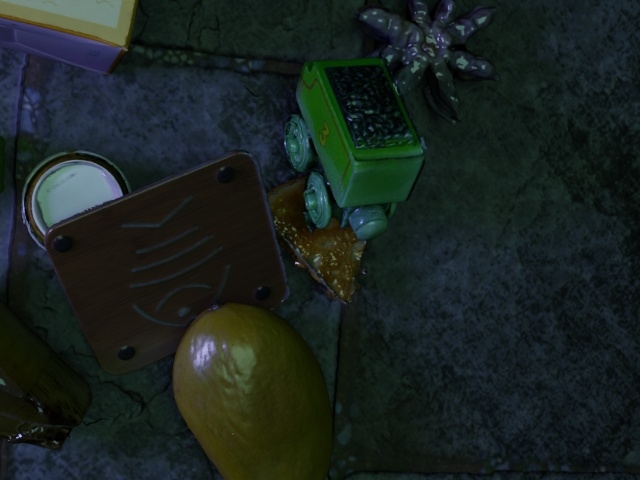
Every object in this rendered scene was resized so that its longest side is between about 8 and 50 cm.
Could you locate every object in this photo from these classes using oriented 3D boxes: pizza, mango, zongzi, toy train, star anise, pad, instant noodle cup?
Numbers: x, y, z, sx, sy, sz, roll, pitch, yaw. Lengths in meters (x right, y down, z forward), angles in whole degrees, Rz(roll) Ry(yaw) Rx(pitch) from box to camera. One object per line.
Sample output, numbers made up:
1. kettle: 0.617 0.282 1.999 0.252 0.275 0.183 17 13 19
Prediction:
1. pizza: 0.000 0.000 1.469 0.201 0.053 0.193 -3 81 -22
2. mango: -0.079 0.230 1.424 0.195 0.142 0.331 -32 111 -9
3. zongzi: -0.482 0.210 1.330 0.300 0.145 0.274 -40 108 7
4. toy train: 0.039 -0.129 1.381 0.133 0.188 0.243 -6 55 -21
5. star anise: 0.148 -0.269 1.480 0.236 0.093 0.229 33 84 -16
6. pad: -0.189 0.037 1.368 0.287 0.018 0.284 -23 133 -12
7. instant noodle cup: -0.313 -0.046 1.351 0.152 0.122 0.151 -1 92 -16

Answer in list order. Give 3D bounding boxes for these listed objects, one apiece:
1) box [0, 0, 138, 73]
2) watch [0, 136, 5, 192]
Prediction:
1. box: -0.344 -0.340 1.242 0.260 0.283 0.213 14 89 -16
2. watch: -0.475 -0.087 1.284 0.152 0.165 0.131 9 103 2
